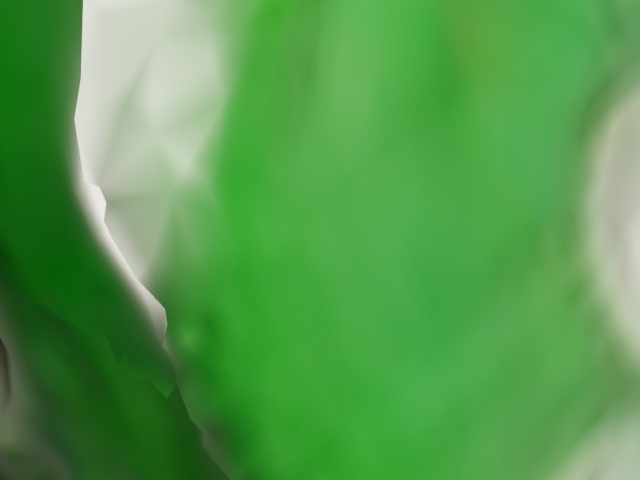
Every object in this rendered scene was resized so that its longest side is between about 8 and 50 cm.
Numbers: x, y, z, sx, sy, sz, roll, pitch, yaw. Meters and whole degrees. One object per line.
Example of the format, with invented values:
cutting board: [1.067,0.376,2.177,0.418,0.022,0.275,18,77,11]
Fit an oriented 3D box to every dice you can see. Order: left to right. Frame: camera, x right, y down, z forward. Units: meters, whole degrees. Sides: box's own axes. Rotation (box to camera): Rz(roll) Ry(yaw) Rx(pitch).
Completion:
dice: [0.000,0.000,0.523,0.287,0.297,0.300,-5,116,52]
